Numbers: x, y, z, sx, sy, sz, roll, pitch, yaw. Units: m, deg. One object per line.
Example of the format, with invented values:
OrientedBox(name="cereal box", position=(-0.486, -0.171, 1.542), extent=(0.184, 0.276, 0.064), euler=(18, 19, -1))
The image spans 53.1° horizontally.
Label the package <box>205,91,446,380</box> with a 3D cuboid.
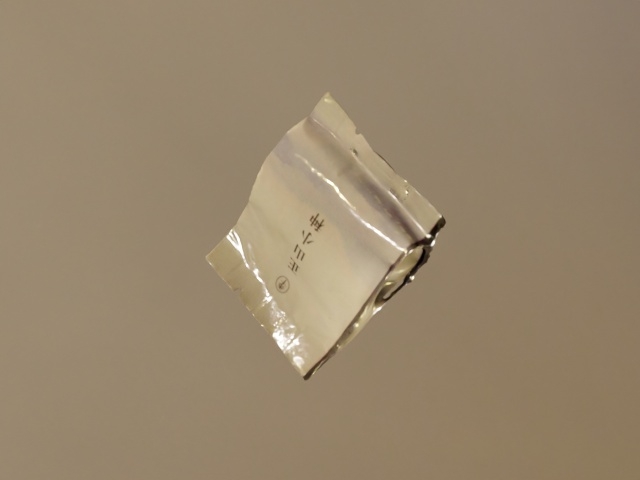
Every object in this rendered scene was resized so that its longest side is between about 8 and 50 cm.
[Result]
OrientedBox(name="package", position=(0.000, 0.000, 0.702), extent=(0.204, 0.251, 0.062), euler=(50, -152, 22))
